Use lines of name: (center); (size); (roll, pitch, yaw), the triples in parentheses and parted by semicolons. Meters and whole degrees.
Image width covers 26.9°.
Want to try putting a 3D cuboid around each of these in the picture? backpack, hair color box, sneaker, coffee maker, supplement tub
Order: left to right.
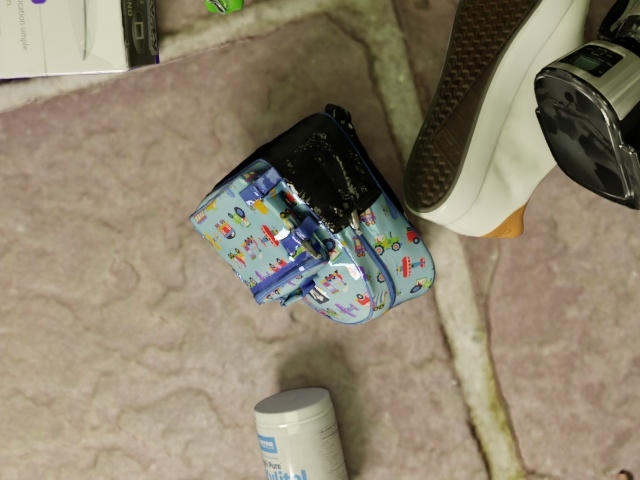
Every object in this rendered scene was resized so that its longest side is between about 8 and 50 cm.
hair color box: (-0.312, -0.224, 1.099); (0.339, 0.110, 0.185); (-1, 100, 10)
supplement tub: (-0.015, 0.188, 1.157); (0.071, 0.071, 0.107); (-11, 99, 10)
backpack: (0.000, 0.000, 1.073); (0.117, 0.158, 0.173); (-43, 99, -27)
sneaker: (0.169, -0.139, 1.071); (0.123, 0.106, 0.290); (21, 95, -34)
coffee maker: (0.265, -0.107, 0.995); (0.178, 0.120, 0.171); (-41, 106, -12)

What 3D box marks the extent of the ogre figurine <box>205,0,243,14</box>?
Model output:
ogre figurine: (-0.037, -0.279, 1.061); (0.197, 0.097, 0.118); (-30, 114, 27)
